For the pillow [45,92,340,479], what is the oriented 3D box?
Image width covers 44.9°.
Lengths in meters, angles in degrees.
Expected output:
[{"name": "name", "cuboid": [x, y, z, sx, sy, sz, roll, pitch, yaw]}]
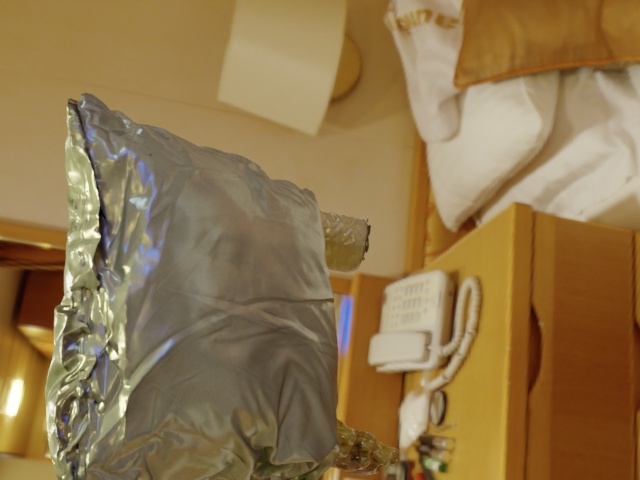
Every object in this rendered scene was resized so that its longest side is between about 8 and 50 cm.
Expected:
[{"name": "pillow", "cuboid": [-0.094, 0.059, 0.619, 0.138, 0.283, 0.309, -18, 64, 32]}]

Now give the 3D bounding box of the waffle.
[{"name": "waffle", "cuboid": [-0.044, 0.271, 1.117, 0.302, 0.325, 0.068, 66, -136, -68]}]

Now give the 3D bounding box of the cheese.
[{"name": "cheese", "cuboid": [0.000, 0.000, 1.475, 0.123, 0.167, 0.093, 115, 162, -51]}]
